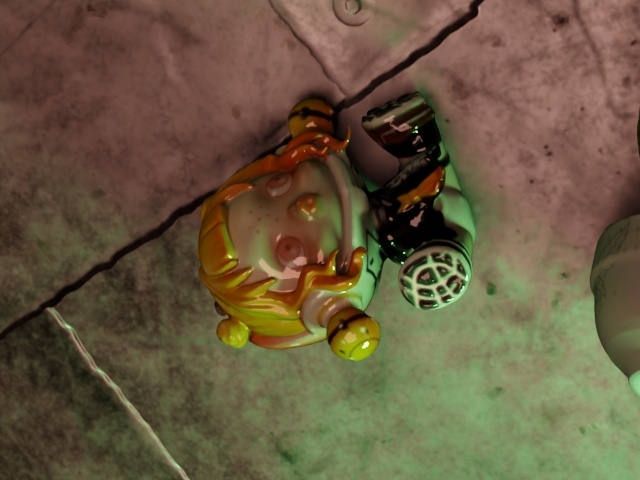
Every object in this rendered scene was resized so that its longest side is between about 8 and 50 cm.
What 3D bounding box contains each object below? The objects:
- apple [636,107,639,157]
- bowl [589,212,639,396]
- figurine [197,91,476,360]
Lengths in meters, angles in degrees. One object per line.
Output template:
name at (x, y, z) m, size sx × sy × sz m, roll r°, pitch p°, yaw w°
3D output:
apple at (0.442, -0.133, 1.571) m, size 0.258 × 0.233 × 0.295 m, roll 4°, pitch 109°, yaw 11°
bowl at (0.404, 0.095, 1.624) m, size 0.287 × 0.287 × 0.144 m, roll 13°, pitch 68°, yaw 12°
figurine at (0.003, 0.001, 1.774) m, size 0.323 × 0.196 × 0.320 m, roll -16°, pitch 60°, yaw 13°
